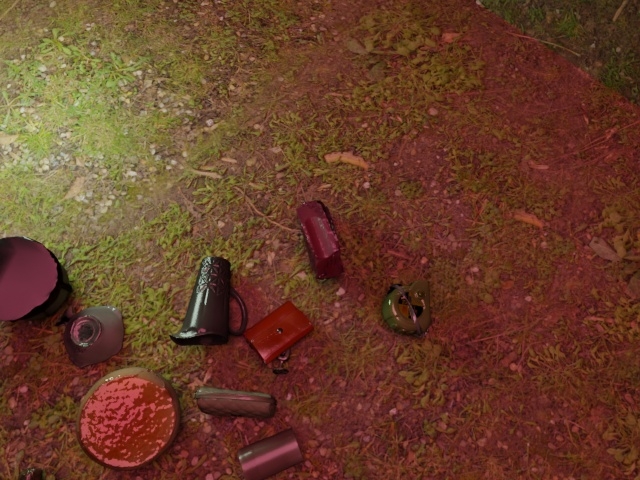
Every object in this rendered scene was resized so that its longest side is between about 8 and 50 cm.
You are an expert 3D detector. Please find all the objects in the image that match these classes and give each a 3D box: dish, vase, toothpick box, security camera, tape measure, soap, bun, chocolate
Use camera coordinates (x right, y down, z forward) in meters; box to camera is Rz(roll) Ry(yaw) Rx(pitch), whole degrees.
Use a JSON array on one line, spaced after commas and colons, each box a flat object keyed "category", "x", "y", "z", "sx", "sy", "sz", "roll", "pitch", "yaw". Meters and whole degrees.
[{"category": "dish", "x": -0.777, "y": 0.300, "z": 1.649, "sx": 0.246, "sy": 0.078, "sz": 0.224, "roll": 27, "pitch": 71, "yaw": 8}, {"category": "vase", "x": -0.362, "y": 0.210, "z": 1.678, "sx": 0.251, "sy": 0.156, "sz": 0.301, "roll": 17, "pitch": 59, "yaw": -25}, {"category": "toothpick box", "x": -0.153, "y": 0.658, "z": 1.515, "sx": 0.181, "sy": 0.111, "sz": 0.111, "roll": -20, "pitch": 70, "yaw": -11}, {"category": "security camera", "x": -0.129, "y": 0.395, "z": 1.657, "sx": 0.058, "sy": 0.058, "sz": 0.092, "roll": 2, "pitch": 60, "yaw": -2}, {"category": "tape measure", "x": 0.298, "y": 0.235, "z": 1.709, "sx": 0.175, "sy": 0.106, "sz": 0.200, "roll": 6, "pitch": 69, "yaw": -15}, {"category": "soap", "x": 0.000, "y": 0.000, "z": 1.749, "sx": 0.112, "sy": 0.182, "sz": 0.289, "roll": -17, "pitch": 69, "yaw": -5}, {"category": "bun", "x": -0.577, "y": 0.534, "z": 1.519, "sx": 0.299, "sy": 0.165, "sz": 0.299, "roll": 3, "pitch": 80, "yaw": -15}, {"category": "chocolate", "x": -0.980, "y": 0.144, "z": 1.647, "sx": 0.283, "sy": 0.186, "sz": 0.283, "roll": 3, "pitch": 74, "yaw": -10}]

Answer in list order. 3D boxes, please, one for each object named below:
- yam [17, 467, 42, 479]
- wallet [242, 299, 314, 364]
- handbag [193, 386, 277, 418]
[{"category": "yam", "x": -0.882, "y": 0.831, "z": 1.437, "sx": 0.067, "sy": 0.071, "sz": 0.317, "roll": -9, "pitch": 64, "yaw": 34}, {"category": "wallet", "x": -0.143, "y": 0.306, "z": 1.674, "sx": 0.204, "sy": 0.045, "sz": 0.142, "roll": -34, "pitch": 63, "yaw": -22}, {"category": "handbag", "x": -0.259, "y": 0.494, "z": 1.518, "sx": 0.256, "sy": 0.219, "sz": 0.079, "roll": 4, "pitch": 66, "yaw": 1}]
